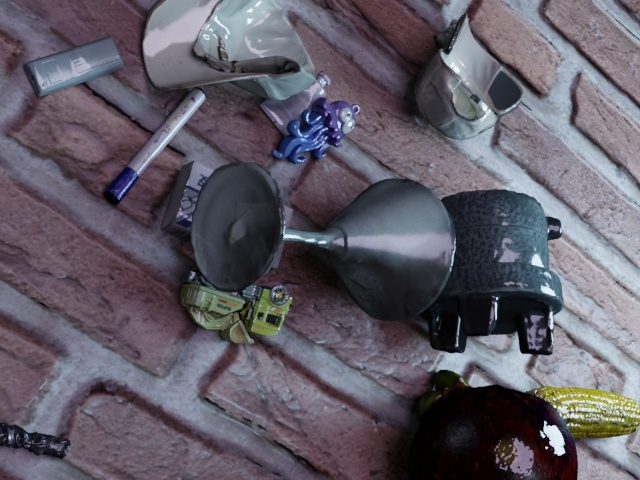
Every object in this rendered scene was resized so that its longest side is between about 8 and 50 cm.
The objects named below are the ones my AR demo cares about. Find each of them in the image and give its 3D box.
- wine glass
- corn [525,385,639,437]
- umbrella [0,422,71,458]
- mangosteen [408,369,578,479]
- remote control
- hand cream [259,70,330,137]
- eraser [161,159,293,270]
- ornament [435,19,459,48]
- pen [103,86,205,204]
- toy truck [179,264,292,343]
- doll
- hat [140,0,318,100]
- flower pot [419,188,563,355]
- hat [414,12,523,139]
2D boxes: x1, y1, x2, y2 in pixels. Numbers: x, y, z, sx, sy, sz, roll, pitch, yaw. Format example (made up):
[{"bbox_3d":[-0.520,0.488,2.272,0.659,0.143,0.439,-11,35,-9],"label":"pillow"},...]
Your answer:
[{"bbox_3d":[0.000,0.000,1.605,0.406,0.267,0.267,7,75,-46],"label":"wine glass"},{"bbox_3d":[0.534,0.357,2.002,0.317,0.115,0.115,5,77,-30],"label":"corn"},{"bbox_3d":[-0.450,0.300,1.459,0.143,0.040,0.037,19,79,-25],"label":"umbrella"},{"bbox_3d":[0.308,0.374,1.759,0.306,0.306,0.360,20,49,-26],"label":"mangosteen"},{"bbox_3d":[-0.410,-0.294,1.618,0.162,0.029,0.061,-28,93,-32],"label":"remote control"},{"bbox_3d":[-0.040,-0.266,1.832,0.142,0.053,0.084,-43,102,-15],"label":"hand cream"},{"bbox_3d":[-0.160,-0.039,1.691,0.210,0.068,0.125,25,65,-26],"label":"eraser"},{"bbox_3d":[0.278,-0.426,2.058,0.068,0.041,0.092,1,88,-25],"label":"ornament"},{"bbox_3d":[-0.281,-0.167,1.667,0.033,0.033,0.269,44,61,-16],"label":"pen"},{"bbox_3d":[-0.152,0.114,1.653,0.191,0.085,0.116,21,79,-25],"label":"toy truck"},{"bbox_3d":[-0.006,-0.203,1.817,0.206,0.067,0.110,-34,127,-20],"label":"doll"},{"bbox_3d":[-0.163,-0.327,1.724,0.301,0.168,0.258,-18,63,-10],"label":"hat"},{"bbox_3d":[0.325,0.080,1.847,0.299,0.299,0.283,13,64,-28],"label":"flower pot"},{"bbox_3d":[0.288,-0.330,1.976,0.232,0.161,0.275,48,49,-31],"label":"hat"}]
